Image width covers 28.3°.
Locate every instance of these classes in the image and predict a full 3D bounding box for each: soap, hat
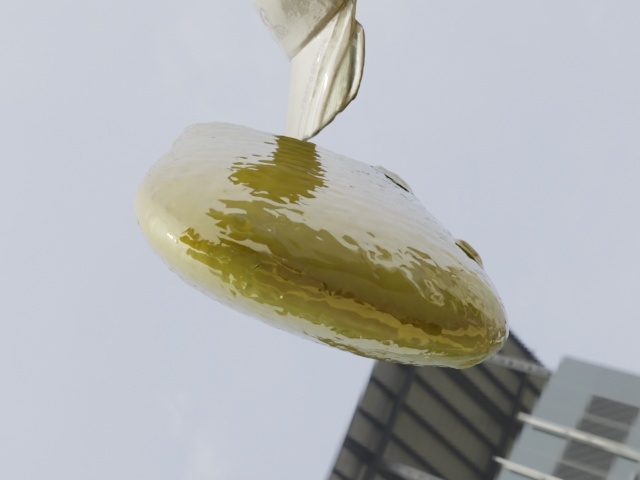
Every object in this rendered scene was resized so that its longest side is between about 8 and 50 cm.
[{"bbox_3d":[-0.001,0.003,1.042,0.306,0.427,0.115,24,-79,-8],"label":"soap"},{"bbox_3d":[-0.030,-0.212,1.305,0.164,0.219,0.226,28,-97,-7],"label":"hat"}]
